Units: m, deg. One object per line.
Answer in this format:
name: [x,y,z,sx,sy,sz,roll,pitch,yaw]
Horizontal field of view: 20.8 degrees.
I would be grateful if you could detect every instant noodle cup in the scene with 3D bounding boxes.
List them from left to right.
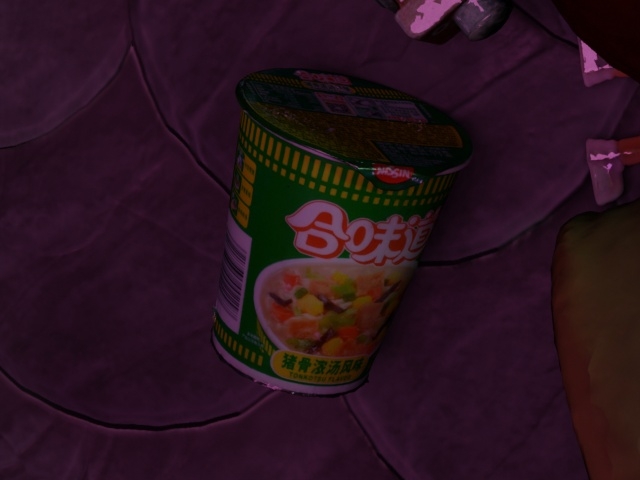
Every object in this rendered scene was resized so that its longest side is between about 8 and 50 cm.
instant noodle cup: [0.000,0.000,1.468,0.207,0.207,0.232,23,113,15]

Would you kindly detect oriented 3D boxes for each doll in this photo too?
doll: [0.310,-0.111,1.390,0.217,0.085,0.183,-2,95,37]

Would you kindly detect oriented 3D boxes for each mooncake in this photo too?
mooncake: [0.325,0.133,1.255,0.246,0.394,0.393,-25,121,18]

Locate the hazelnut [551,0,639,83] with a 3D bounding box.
hazelnut: [0.332,-0.284,1.214,0.421,0.353,0.421,-22,58,40]

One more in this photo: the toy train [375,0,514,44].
toy train: [0.048,-0.294,1.410,0.129,0.159,0.326,-41,81,19]
